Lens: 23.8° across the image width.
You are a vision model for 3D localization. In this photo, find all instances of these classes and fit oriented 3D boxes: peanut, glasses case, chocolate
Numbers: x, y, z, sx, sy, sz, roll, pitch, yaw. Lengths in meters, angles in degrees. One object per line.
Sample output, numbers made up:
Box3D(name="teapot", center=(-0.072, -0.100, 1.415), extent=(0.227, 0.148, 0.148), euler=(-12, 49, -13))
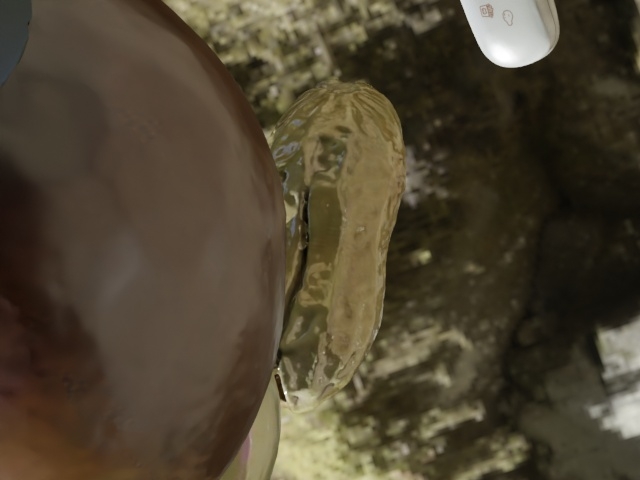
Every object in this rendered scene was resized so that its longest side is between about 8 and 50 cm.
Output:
Box3D(name="peanut", center=(0.000, 0.000, 1.258), extent=(0.130, 0.130, 0.290), euler=(38, -122, -62))
Box3D(name="glasses case", center=(0.151, -0.245, 1.326), extent=(0.049, 0.074, 0.193), euler=(-38, -69, -52))
Box3D(name="chocolate", center=(-0.084, 0.012, 0.421), extent=(0.177, 0.176, 0.177), euler=(-20, -90, -75))

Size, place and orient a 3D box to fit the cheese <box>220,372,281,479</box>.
Box3D(name="cheese", center=(-0.116, 0.137, 0.748), extent=(0.137, 0.227, 0.064), euler=(36, 179, -17))
